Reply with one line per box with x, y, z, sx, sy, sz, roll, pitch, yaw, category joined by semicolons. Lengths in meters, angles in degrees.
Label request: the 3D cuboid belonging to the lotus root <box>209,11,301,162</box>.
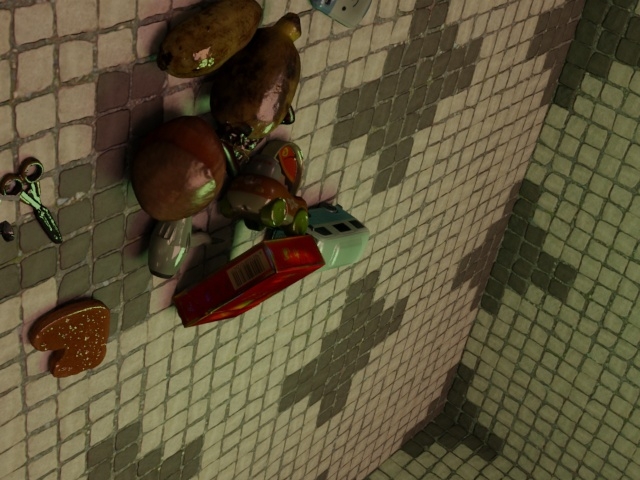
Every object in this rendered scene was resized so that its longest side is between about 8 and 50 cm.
-0.129;-0.319;1.861;0.141;0.169;0.314;23;91;-49;lotus root

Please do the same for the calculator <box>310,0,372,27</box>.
0.050;-0.546;2.048;0.210;0.039;0.121;11;108;-60;calculator

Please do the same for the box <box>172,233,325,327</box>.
-0.168;0.097;2.161;0.313;0.089;0.197;-31;168;32;box

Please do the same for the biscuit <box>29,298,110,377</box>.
-0.524;0.210;1.930;0.186;0.036;0.192;-23;139;-43;biscuit

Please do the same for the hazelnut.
-0.274;-0.145;1.819;0.214;0.176;0.214;-52;-169;14;hazelnut

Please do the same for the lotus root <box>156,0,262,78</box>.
-0.202;-0.388;1.752;0.258;0.097;0.110;-43;147;-32;lotus root

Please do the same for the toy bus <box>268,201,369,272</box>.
0.000;0.000;2.413;0.271;0.164;0.133;-12;130;-54;toy bus

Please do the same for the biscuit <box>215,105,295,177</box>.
-0.147;-0.252;2.015;0.235;0.063;0.151;-48;152;-22;biscuit

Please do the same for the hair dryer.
-0.278;-0.056;2.031;0.267;0.092;0.229;-38;144;-58;hair dryer

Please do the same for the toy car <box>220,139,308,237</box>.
-0.111;-0.131;2.159;0.235;0.145;0.235;-32;127;-55;toy car

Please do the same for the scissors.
-0.511;-0.059;1.684;0.088;0.017;0.220;-45;151;-23;scissors

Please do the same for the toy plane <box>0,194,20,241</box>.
-0.580;0.007;1.551;0.182;0.107;0.273;-13;134;-47;toy plane
